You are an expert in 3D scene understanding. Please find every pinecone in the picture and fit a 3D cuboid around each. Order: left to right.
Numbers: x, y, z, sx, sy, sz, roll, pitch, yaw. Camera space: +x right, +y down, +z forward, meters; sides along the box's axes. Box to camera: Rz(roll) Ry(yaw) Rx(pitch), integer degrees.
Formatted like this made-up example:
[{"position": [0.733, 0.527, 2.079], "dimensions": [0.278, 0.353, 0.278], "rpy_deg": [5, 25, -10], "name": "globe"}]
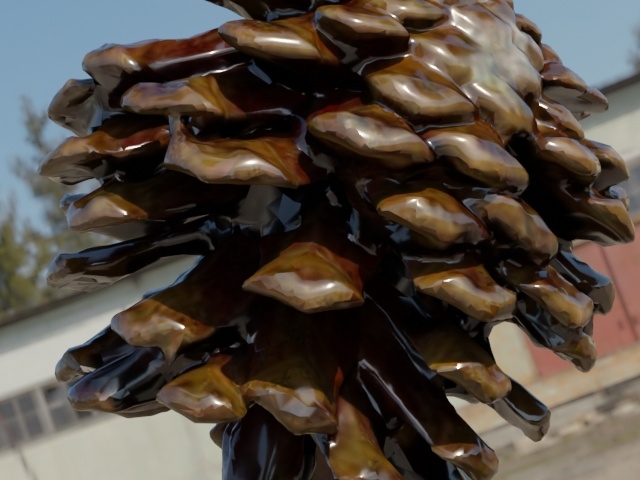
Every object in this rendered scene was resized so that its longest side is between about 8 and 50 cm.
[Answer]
[{"position": [0.000, 0.000, 0.504], "dimensions": [0.186, 0.212, 0.168], "rpy_deg": [21, -31, -3], "name": "pinecone"}]
